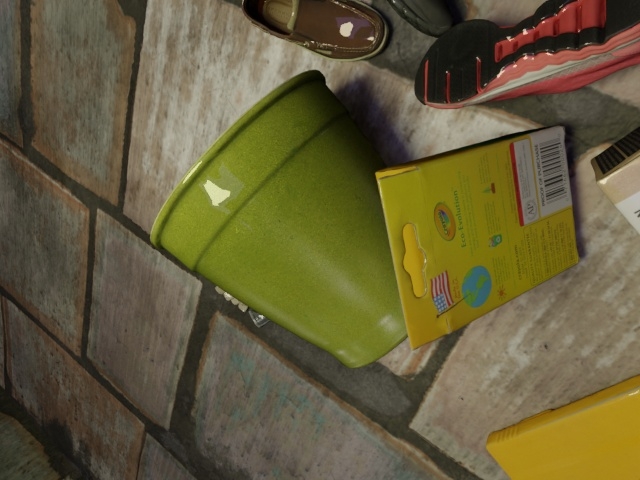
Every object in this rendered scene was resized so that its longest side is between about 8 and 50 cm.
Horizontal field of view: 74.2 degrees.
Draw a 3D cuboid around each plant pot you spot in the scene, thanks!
[{"bbox_3d":[0.000,0.000,0.674,0.353,0.366,0.366,45,124,-2],"label":"plant pot"}]

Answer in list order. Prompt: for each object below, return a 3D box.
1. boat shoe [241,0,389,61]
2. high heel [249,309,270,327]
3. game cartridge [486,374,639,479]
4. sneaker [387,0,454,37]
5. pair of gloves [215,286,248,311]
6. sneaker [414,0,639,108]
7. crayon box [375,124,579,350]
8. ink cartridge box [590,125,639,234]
[{"bbox_3d":[-0.019,-0.354,0.692,0.258,0.095,0.095,22,117,24],"label":"boat shoe"},{"bbox_3d":[-0.103,0.023,0.871,0.186,0.093,0.261,-30,79,4],"label":"high heel"},{"bbox_3d":[0.484,0.377,0.665,0.285,0.053,0.324,51,127,7],"label":"game cartridge"},{"bbox_3d":[0.116,-0.422,0.587,0.130,0.109,0.286,-31,92,27],"label":"sneaker"},{"bbox_3d":[-0.200,0.035,0.968,0.240,0.042,0.204,48,119,2],"label":"pair of gloves"},{"bbox_3d":[0.269,-0.222,0.550,0.314,0.136,0.115,0,79,49],"label":"sneaker"},{"bbox_3d":[0.195,-0.019,0.544,0.081,0.319,0.202,7,112,60],"label":"crayon box"},{"bbox_3d":[0.421,-0.018,0.478,0.088,0.193,0.234,-41,83,34],"label":"ink cartridge box"}]
